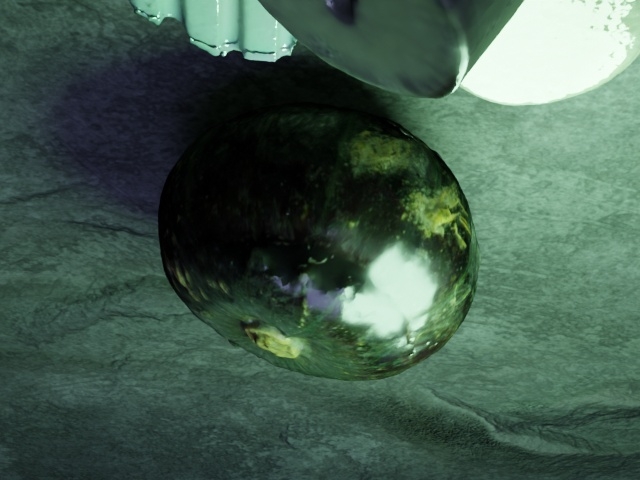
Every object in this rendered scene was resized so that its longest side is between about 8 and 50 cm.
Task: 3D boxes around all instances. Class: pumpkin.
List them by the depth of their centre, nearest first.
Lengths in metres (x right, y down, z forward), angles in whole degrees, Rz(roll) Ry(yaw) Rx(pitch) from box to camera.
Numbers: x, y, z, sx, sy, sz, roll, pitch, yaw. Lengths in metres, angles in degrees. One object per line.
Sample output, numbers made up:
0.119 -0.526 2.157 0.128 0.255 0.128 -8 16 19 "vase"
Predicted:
0.000 0.000 2.393 0.454 0.344 0.454 19 157 8 "pumpkin"

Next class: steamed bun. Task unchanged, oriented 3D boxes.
0.253 -0.301 2.043 0.283 0.177 0.283 -3 143 -2 "steamed bun"

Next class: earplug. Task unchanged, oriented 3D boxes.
0.126 -0.377 1.700 0.313 0.394 0.312 36 160 15 "earplug"

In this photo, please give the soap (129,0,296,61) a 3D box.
-0.094 -0.395 1.955 0.261 0.156 0.446 3 147 1 "soap"
